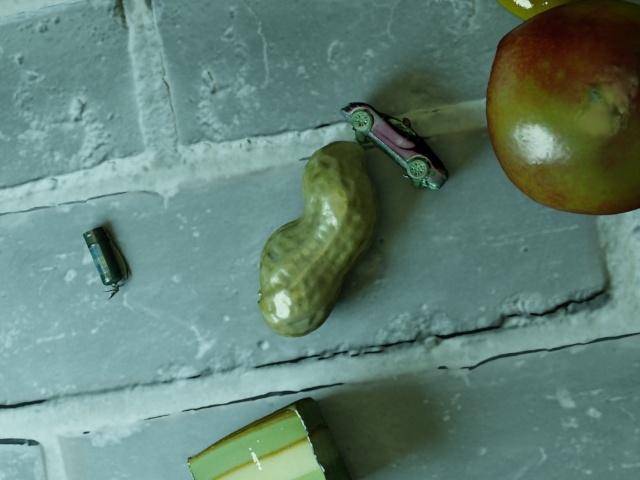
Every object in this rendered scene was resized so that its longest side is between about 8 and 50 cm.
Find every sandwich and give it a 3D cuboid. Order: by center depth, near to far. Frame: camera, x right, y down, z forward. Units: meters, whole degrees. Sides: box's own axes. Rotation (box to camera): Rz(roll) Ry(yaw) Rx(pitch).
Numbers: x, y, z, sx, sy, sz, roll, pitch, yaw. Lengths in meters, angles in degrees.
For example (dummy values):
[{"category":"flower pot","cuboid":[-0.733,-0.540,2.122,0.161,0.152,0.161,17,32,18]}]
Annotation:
[{"category":"sandwich","cuboid":[-0.069,0.261,1.812,0.187,0.144,0.117,-26,83,12]}]

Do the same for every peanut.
[{"category":"peanut","cuboid":[0.000,0.000,1.817,0.103,0.098,0.229,26,94,-20]}]

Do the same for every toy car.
[{"category":"toy car","cuboid":[0.084,-0.109,1.808,0.142,0.069,0.055,40,88,10]}]

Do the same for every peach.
[{"category":"peach","cuboid":[0.283,-0.138,1.686,0.231,0.231,0.231,0,91,13]}]

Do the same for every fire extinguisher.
[{"category":"fire extinguisher","cuboid":[-0.249,0.025,1.911,0.038,0.025,0.083,-21,86,-10]}]

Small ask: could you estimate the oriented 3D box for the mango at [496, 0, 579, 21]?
[{"category":"mango","cuboid":[0.234,-0.289,1.775,0.187,0.066,0.101,25,96,20]}]
